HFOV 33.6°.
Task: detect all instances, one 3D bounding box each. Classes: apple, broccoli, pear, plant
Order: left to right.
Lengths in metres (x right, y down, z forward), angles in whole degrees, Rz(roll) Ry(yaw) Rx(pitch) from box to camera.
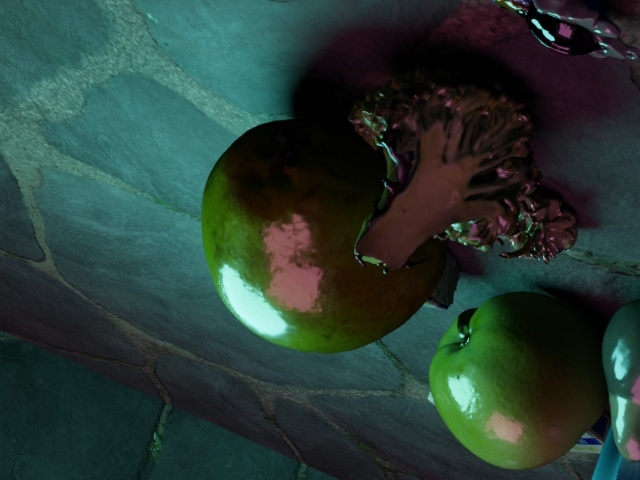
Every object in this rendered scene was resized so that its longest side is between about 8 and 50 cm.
[{"bbox_3d":[0.000,0.000,1.520,0.352,0.352,0.413,13,162,26],"label":"pear"},{"bbox_3d":[0.130,-0.092,1.332,0.242,0.273,0.180,37,-173,-20],"label":"broccoli"},{"bbox_3d":[0.321,0.224,1.729,0.254,0.292,0.292,36,155,-10],"label":"apple"},{"bbox_3d":[0.294,-0.005,1.464,0.116,0.122,0.104,37,143,-7],"label":"plant"}]

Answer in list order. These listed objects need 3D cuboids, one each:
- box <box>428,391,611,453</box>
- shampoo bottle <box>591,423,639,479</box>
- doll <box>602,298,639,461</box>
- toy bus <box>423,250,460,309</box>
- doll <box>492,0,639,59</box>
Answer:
[{"bbox_3d":[0.402,0.344,2.111,0.200,0.065,0.343,40,153,-26],"label":"box"},{"bbox_3d":[0.630,0.413,1.705,0.343,0.331,0.331,20,155,12],"label":"shampoo bottle"},{"bbox_3d":[0.589,0.271,1.491,0.252,0.382,0.379,7,-176,-36],"label":"doll"},{"bbox_3d":[0.078,0.051,1.805,0.317,0.112,0.138,4,158,42],"label":"toy bus"},{"bbox_3d":[0.244,-0.236,1.106,0.195,0.070,0.096,30,172,8],"label":"doll"}]
